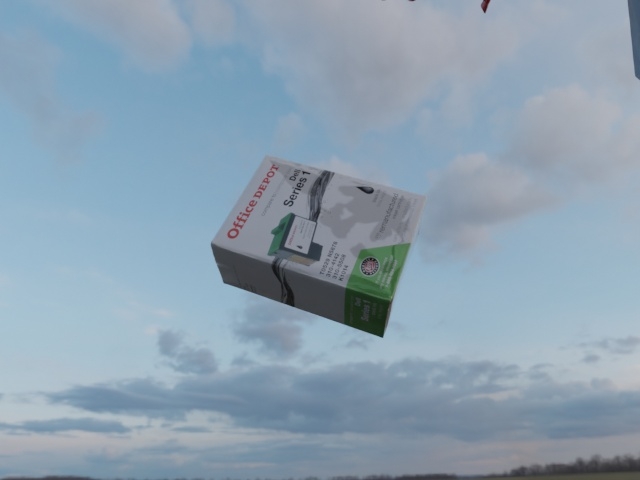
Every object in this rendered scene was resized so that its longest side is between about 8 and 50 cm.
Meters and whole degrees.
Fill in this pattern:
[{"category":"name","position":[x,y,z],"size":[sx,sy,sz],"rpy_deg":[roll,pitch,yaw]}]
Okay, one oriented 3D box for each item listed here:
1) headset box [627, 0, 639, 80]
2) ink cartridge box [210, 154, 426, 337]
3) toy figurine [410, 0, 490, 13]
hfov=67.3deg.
[{"category":"headset box","position":[0.313,-0.125,0.199],"size":[0.282,0.247,0.131],"rpy_deg":[-24,-50,19]},{"category":"ink cartridge box","position":[0.000,0.000,0.592],"size":[0.219,0.160,0.093],"rpy_deg":[16,-33,13]},{"category":"toy figurine","position":[0.092,-0.416,0.520],"size":[0.217,0.362,0.191],"rpy_deg":[-50,-44,-3]}]
